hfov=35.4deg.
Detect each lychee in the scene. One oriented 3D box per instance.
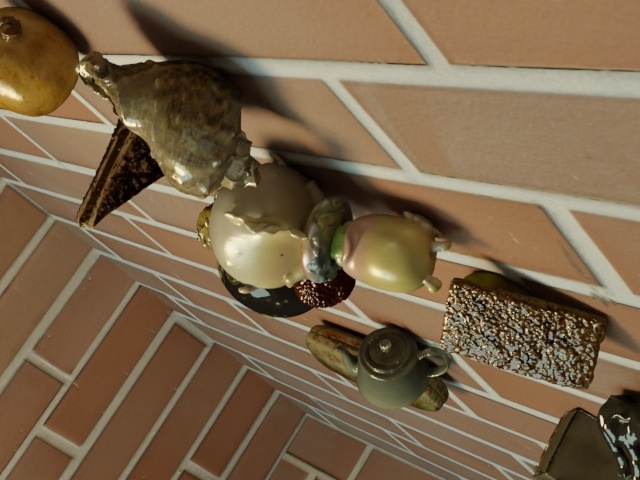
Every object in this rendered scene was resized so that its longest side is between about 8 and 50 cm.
[{"bbox_3d":[0.005,0.068,1.863,0.123,0.123,0.129,35,164,-6],"label":"lychee"}]

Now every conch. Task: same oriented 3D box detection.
[{"bbox_3d":[-0.191,-0.182,1.418,0.291,0.159,0.210,47,-174,-6],"label":"conch"}]

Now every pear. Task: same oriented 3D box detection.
[{"bbox_3d":[0.263,0.120,1.538,0.141,0.104,0.141,26,164,8],"label":"pear"}]

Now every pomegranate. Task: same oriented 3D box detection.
[{"bbox_3d":[-0.486,-0.295,1.632,0.196,0.196,0.196,30,165,9],"label":"pomegranate"}]

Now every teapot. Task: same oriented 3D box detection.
[{"bbox_3d":[0.156,0.252,2.128,0.239,0.162,0.149,3,144,13],"label":"teapot"}]

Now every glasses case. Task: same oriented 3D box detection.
[{"bbox_3d":[0.127,0.301,2.397,0.425,0.098,0.156,16,153,48],"label":"glasses case"}]

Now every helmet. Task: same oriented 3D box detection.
[{"bbox_3d":[-0.095,0.073,2.014,0.279,0.160,0.230,37,163,-12],"label":"helmet"}]

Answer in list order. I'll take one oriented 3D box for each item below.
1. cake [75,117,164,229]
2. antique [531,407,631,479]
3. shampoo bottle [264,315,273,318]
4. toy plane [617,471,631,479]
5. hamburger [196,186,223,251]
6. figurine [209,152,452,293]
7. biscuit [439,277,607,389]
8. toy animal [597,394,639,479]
[{"bbox_3d":[-0.341,-0.139,1.710,0.135,0.246,0.112,58,159,-16],"label":"cake"},{"bbox_3d":[0.505,0.424,1.920,0.152,0.147,0.148,30,167,8],"label":"antique"},{"bbox_3d":[-0.164,0.120,2.460,0.162,0.079,0.079,36,165,-9],"label":"shampoo bottle"},{"bbox_3d":[0.634,0.406,1.599,0.106,0.155,0.381,41,180,-30],"label":"toy plane"},{"bbox_3d":[-0.115,-0.035,1.818,0.206,0.130,0.183,19,163,-8],"label":"hamburger"},{"bbox_3d":[0.000,0.000,1.495,0.394,0.227,0.274,14,-175,27],"label":"figurine"},{"bbox_3d":[0.290,0.137,1.456,0.231,0.025,0.131,14,120,18],"label":"biscuit"},{"bbox_3d":[0.500,0.317,1.576,0.245,0.114,0.146,167,83,-75],"label":"toy animal"}]
